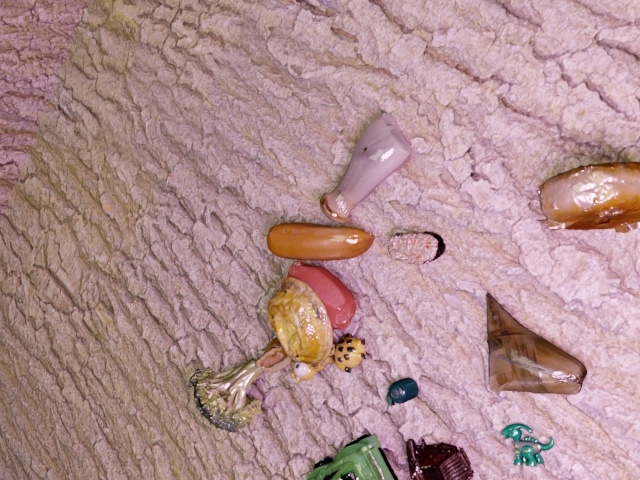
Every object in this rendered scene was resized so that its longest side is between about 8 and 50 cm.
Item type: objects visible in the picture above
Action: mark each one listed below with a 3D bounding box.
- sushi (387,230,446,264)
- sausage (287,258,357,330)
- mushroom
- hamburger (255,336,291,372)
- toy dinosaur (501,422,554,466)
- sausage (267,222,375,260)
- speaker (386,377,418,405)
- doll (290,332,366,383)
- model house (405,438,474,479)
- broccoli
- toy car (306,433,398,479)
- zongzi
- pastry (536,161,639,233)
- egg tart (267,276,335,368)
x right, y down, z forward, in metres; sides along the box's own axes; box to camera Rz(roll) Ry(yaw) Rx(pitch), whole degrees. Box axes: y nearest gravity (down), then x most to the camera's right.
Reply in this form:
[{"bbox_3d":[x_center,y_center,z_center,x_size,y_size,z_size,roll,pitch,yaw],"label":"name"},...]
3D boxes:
[{"bbox_3d":[0.257,0.019,1.578,0.150,0.078,0.090,2,91,35],"label":"sushi"},{"bbox_3d":[0.006,0.162,1.722,0.254,0.148,0.148,45,114,34],"label":"sausage"},{"bbox_3d":[0.122,-0.196,1.674,0.328,0.122,0.159,-50,26,24],"label":"mushroom"},{"bbox_3d":[-0.125,0.348,1.852,0.087,0.102,0.176,36,135,-4],"label":"hamburger"},{"bbox_3d":[0.499,0.490,1.410,0.132,0.059,0.096,-19,73,43],"label":"toy dinosaur"},{"bbox_3d":[-0.001,0.005,1.733,0.354,0.134,0.116,2,66,38],"label":"sausage"},{"bbox_3d":[0.216,0.415,1.604,0.094,0.075,0.060,-34,70,41],"label":"speaker"},{"bbox_3d":[0.018,0.350,1.744,0.291,0.086,0.117,-21,46,34],"label":"doll"},{"bbox_3d":[0.320,0.616,1.512,0.164,0.141,0.203,-16,100,15],"label":"model house"},{"bbox_3d":[-0.288,0.481,1.895,0.243,0.247,0.263,-46,17,-8],"label":"broccoli"},{"bbox_3d":[0.090,0.683,1.628,0.359,0.176,0.213,-41,66,29],"label":"toy car"},{"bbox_3d":[0.500,0.238,1.377,0.221,0.112,0.242,-6,85,37],"label":"zongzi"},{"bbox_3d":[0.595,-0.084,1.239,0.257,0.236,0.120,-10,74,36],"label":"pastry"},{"bbox_3d":[-0.069,0.240,1.661,0.279,0.095,0.279,29,129,44],"label":"egg tart"}]
